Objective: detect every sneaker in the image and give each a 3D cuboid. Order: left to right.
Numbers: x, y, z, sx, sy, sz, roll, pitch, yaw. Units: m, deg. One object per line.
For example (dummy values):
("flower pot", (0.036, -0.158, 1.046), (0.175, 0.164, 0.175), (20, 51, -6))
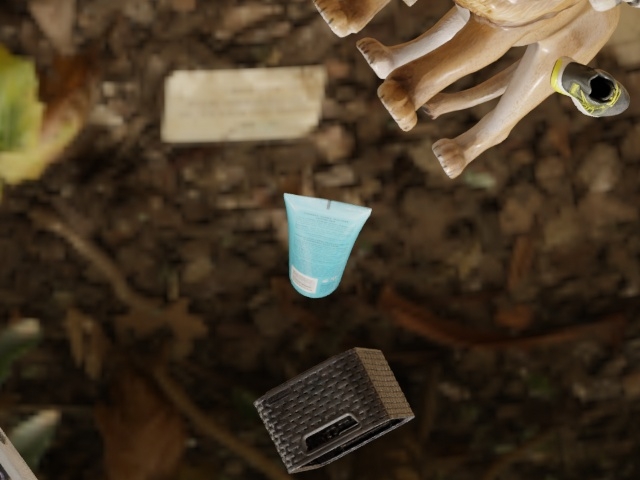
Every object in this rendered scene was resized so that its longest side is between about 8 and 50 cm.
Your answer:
("sneaker", (0.190, -0.100, 1.251), (0.083, 0.035, 0.031), (16, 98, -47))

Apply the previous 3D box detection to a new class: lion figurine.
("lion figurine", (0.139, -0.167, 1.228), (0.240, 0.142, 0.392), (-35, 176, 6))

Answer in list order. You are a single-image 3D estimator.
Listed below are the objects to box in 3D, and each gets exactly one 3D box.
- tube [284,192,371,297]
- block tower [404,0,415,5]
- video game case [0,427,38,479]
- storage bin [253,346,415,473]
("tube", (0.000, 0.000, 1.751), (0.080, 0.052, 0.207), (6, 161, -2))
("block tower", (0.081, -0.325, 1.816), (0.097, 0.335, 0.091), (-41, 105, 15))
("video game case", (-0.321, 0.155, 1.309), (0.190, 0.022, 0.173), (-31, 99, 16))
("storage bin", (0.016, 0.176, 1.912), (0.122, 0.084, 0.180), (-29, 170, 8))
